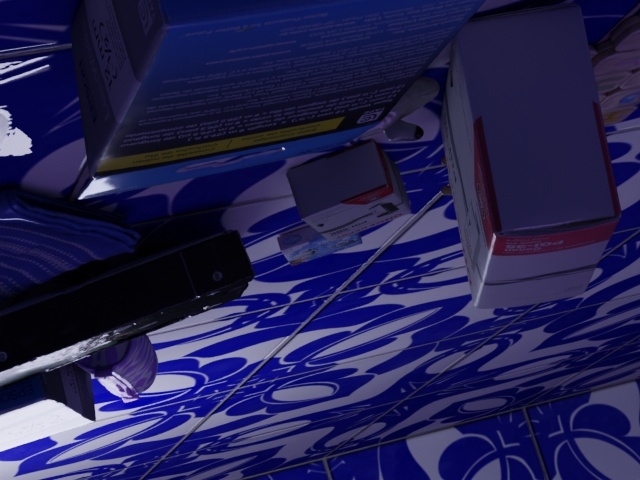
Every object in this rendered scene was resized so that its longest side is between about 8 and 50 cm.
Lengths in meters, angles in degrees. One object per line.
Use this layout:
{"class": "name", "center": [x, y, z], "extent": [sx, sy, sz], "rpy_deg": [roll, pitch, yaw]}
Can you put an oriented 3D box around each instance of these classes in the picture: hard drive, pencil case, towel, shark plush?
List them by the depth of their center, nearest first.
{"class": "shark plush", "center": [0.032, -0.113, 1.739], "extent": [0.161, 0.073, 0.067], "rpy_deg": [-25, -165, 12]}
{"class": "towel", "center": [-0.367, 0.042, 1.843], "extent": [0.336, 0.040, 0.243], "rpy_deg": [-25, 164, 19]}
{"class": "hard drive", "center": [-0.244, 0.083, 2.028], "extent": [0.339, 0.064, 0.237], "rpy_deg": [-22, 175, -8]}
{"class": "pencil case", "center": [-0.249, 0.139, 2.292], "extent": [0.086, 0.088, 0.206], "rpy_deg": [-16, 167, 3]}

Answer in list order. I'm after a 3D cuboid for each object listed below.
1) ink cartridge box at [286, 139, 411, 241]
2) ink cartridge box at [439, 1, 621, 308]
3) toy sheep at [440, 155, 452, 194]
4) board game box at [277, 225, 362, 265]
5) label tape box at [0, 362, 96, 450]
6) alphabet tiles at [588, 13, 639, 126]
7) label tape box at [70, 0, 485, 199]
{"class": "ink cartridge box", "center": [0.032, -0.050, 1.966], "extent": [0.099, 0.056, 0.135], "rpy_deg": [-21, 165, 10]}
{"class": "ink cartridge box", "center": [0.189, -0.067, 1.749], "extent": [0.117, 0.207, 0.283], "rpy_deg": [-9, 165, -2]}
{"class": "toy sheep", "center": [0.175, -0.070, 2.007], "extent": [0.091, 0.091, 0.132], "rpy_deg": [-21, -176, 14]}
{"class": "board game box", "center": [0.000, 0.000, 2.197], "extent": [0.090, 0.020, 0.090], "rpy_deg": [-18, 165, 4]}
{"class": "label tape box", "center": [-0.409, 0.203, 2.308], "extent": [0.241, 0.106, 0.333], "rpy_deg": [-18, 166, 5]}
{"class": "alphabet tiles", "center": [0.309, -0.169, 1.918], "extent": [0.278, 0.021, 0.284], "rpy_deg": [-11, 164, -24]}
{"class": "label tape box", "center": [-0.045, -0.151, 1.372], "extent": [0.249, 0.115, 0.348], "rpy_deg": [-12, 168, -20]}
